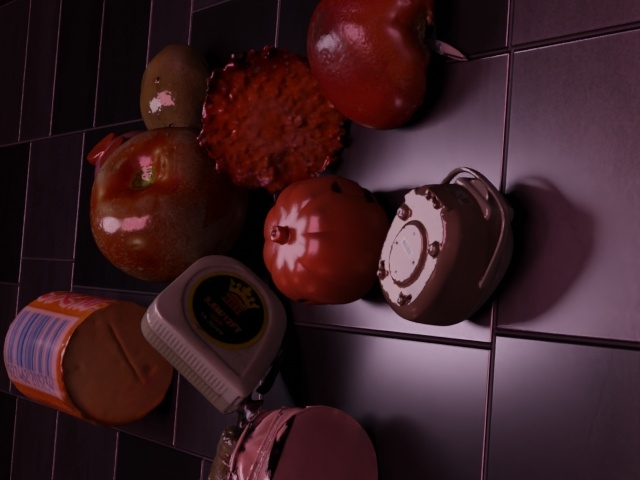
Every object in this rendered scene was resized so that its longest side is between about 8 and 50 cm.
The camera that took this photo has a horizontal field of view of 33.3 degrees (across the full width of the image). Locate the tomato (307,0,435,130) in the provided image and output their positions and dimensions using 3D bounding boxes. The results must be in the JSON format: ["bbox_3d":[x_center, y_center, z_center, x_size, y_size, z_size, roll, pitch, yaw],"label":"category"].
[{"bbox_3d":[0.057,-0.275,1.479,0.200,0.139,0.233,-14,72,63],"label":"tomato"}]

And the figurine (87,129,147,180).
[{"bbox_3d":[-0.332,-0.118,1.969,0.173,0.173,0.173,-11,76,53],"label":"figurine"}]

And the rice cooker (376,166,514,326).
[{"bbox_3d":[0.153,0.013,1.325,0.145,0.127,0.206,54,135,41],"label":"rice cooker"}]

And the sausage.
[{"bbox_3d":[-0.442,0.217,2.020,0.287,0.233,0.233,1,86,54],"label":"sausage"}]

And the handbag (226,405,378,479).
[{"bbox_3d":[-0.027,0.324,1.481,0.116,0.179,0.205,-30,32,53],"label":"handbag"}]

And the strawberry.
[{"bbox_3d":[-0.087,-0.200,1.632,0.178,0.234,0.234,-119,45,-66],"label":"strawberry"}]

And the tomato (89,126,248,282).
[{"bbox_3d":[-0.243,-0.052,1.785,0.270,0.222,0.270,-14,52,19],"label":"tomato"}]

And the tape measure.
[{"bbox_3d":[-0.142,0.147,1.667,0.235,0.207,0.115,44,138,2],"label":"tape measure"}]

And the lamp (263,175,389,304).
[{"bbox_3d":[0.000,0.000,1.502,0.187,0.164,0.187,-17,69,52],"label":"lamp"}]

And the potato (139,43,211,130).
[{"bbox_3d":[-0.247,-0.265,1.911,0.157,0.157,0.194,-33,47,47],"label":"potato"}]

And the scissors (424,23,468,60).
[{"bbox_3d":[0.162,-0.262,1.445,0.119,0.014,0.058,38,116,53],"label":"scissors"}]

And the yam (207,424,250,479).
[{"bbox_3d":[-0.146,0.384,1.719,0.078,0.078,0.179,40,116,49],"label":"yam"}]
